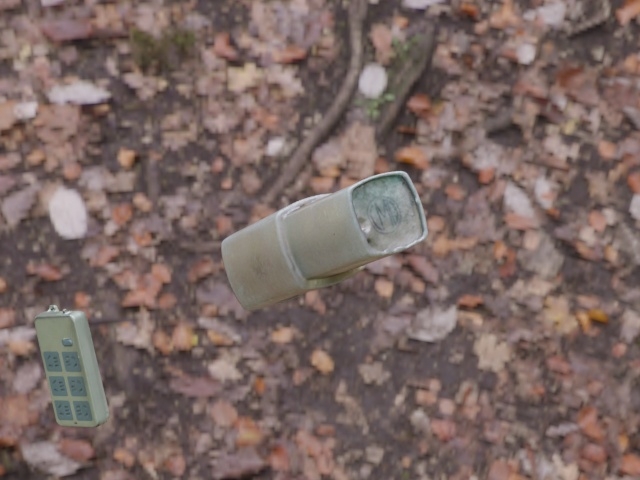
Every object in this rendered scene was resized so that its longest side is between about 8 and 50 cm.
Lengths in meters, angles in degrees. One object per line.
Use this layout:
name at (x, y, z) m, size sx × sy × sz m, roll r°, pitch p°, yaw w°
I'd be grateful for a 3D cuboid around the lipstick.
lipstick at (0.000, 0.000, 1.159) m, size 0.079 × 0.253 × 0.077 m, roll -18°, pitch 87°, yaw -28°

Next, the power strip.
power strip at (-0.173, 0.089, 0.953) m, size 0.040 × 0.090 × 0.016 m, roll -3°, pitch 14°, yaw 32°
